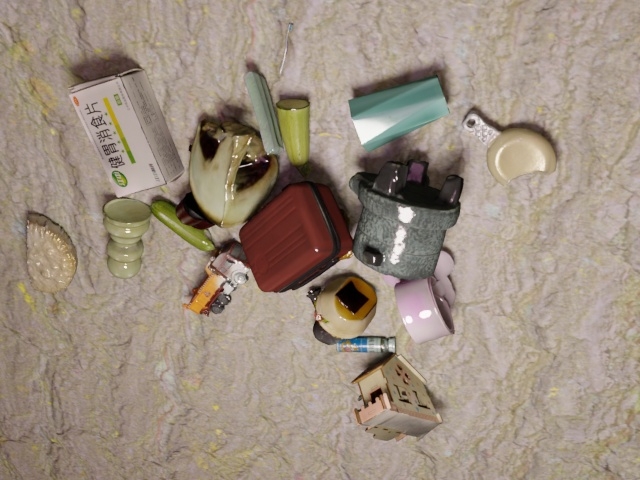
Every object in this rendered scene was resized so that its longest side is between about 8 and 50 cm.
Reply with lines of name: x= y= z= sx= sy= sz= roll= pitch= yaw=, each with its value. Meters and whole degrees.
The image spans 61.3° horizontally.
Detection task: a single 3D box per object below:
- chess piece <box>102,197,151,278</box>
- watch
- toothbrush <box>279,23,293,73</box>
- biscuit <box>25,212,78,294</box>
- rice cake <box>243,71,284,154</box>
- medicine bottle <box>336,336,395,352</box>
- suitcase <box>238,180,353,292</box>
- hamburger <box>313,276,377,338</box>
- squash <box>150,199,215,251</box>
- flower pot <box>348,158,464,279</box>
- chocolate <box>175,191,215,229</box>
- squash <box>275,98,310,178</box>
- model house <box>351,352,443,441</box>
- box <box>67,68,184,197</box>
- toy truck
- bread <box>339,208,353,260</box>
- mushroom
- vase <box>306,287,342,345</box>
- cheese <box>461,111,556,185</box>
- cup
chess piece: x=-0.617 y=0.008 z=1.710 sx=0.145 sy=0.144 sz=0.251 roll=18 pitch=123 yaw=2
watch: x=0.301 y=0.162 z=1.551 sx=0.211 sy=0.217 sz=0.248 roll=-22 pitch=109 yaw=19
toothbrush: x=-0.092 y=-0.507 z=1.434 sx=0.013 sy=0.011 sz=0.131 roll=28 pitch=119 yaw=21
biscuit: x=-0.896 y=0.055 z=1.801 sx=0.179 sy=0.084 sz=0.280 roll=9 pitch=115 yaw=7
rice cake: x=-0.148 y=-0.340 z=1.452 sx=0.042 sy=0.080 sz=0.221 roll=-16 pitch=91 yaw=23
medicine bottle: x=0.147 y=0.338 z=1.753 sx=0.191 sy=0.051 sz=0.051 roll=-2 pitch=114 yaw=11
suitcase: x=-0.071 y=-0.004 z=1.474 sx=0.297 sy=0.161 sz=0.236 roll=-36 pitch=69 yaw=39
hamburger: x=0.077 y=0.197 z=1.616 sx=0.173 sy=0.210 sz=0.116 roll=38 pitch=129 yaw=6
squash: x=-0.422 y=-0.044 z=1.677 sx=0.239 sy=0.069 sz=0.069 roll=38 pitch=115 yaw=-8
flower pot: x=0.207 y=-0.076 z=1.422 sx=0.299 sy=0.299 sz=0.282 roll=16 pitch=113 yaw=3
chocolate: x=-0.380 y=-0.091 z=1.618 sx=0.080 sy=0.149 sz=0.125 roll=-35 pitch=64 yaw=23
squash: x=-0.061 y=-0.275 z=1.496 sx=0.095 sy=0.094 sz=0.224 roll=-2 pitch=119 yaw=11
model house: x=0.213 y=0.483 z=1.711 sx=0.169 sy=0.244 sz=0.326 roll=-39 pitch=135 yaw=26
box: x=-0.544 y=-0.306 z=1.536 sx=0.173 sy=0.145 sz=0.332 roll=-13 pitch=112 yaw=14
toy truck: x=-0.319 y=0.124 z=1.712 sx=0.135 sy=0.114 sz=0.270 roll=35 pitch=118 yaw=-11
bread: x=0.000 y=0.000 z=1.590 sx=0.233 sy=0.088 sz=0.160 roll=-15 pitch=95 yaw=34
mushroom: x=-0.253 y=-0.218 z=1.542 sx=0.217 sy=0.212 sz=0.291 roll=40 pitch=136 yaw=39
vase: x=0.013 y=0.235 z=1.704 sx=0.120 sy=0.120 sz=0.182 roll=-27 pitch=93 yaw=21
cheese: x=0.495 y=-0.254 z=1.407 sx=0.164 sy=0.070 sz=0.248 roll=-30 pitch=105 yaw=22
cup: x=0.203 y=-0.340 z=1.395 sx=0.236 sy=0.134 sz=0.148 roll=-21 pitch=112 yaw=15
